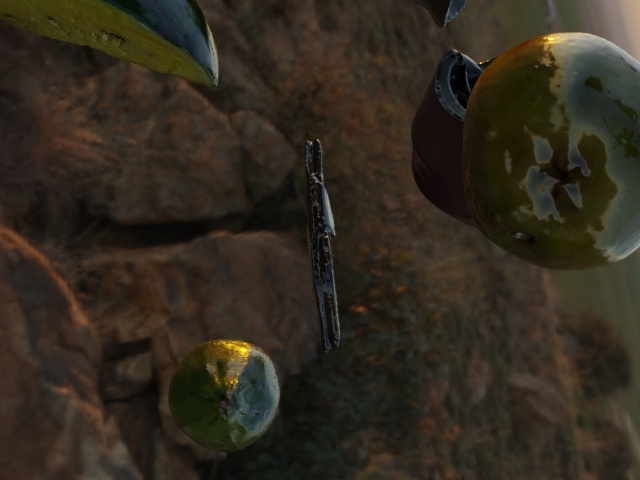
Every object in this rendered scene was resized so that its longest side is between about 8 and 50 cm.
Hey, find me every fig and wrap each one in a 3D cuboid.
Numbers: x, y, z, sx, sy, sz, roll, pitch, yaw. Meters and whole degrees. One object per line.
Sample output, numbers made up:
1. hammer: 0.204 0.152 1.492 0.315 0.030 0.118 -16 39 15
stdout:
1. fig: -0.104 0.161 1.192 0.156 0.123 0.123 88 -8 -78

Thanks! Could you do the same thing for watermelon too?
1. watermelon: -0.235 -0.237 1.123 0.123 0.301 0.129 -84 -166 -47

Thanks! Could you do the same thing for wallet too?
1. wallet: 0.000 0.000 1.689 0.165 0.042 0.310 90 -4 -47

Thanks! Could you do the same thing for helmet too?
1. helmet: 0.271 -0.120 1.587 0.338 0.197 0.271 2 41 -37

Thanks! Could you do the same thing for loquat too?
1. loquat: 0.230 -0.084 1.024 0.246 0.213 0.213 -38 112 -65

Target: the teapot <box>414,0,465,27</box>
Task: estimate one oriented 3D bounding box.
1. teapot: 0.113 -0.493 1.591 0.361 0.306 0.376 32 -5 2
